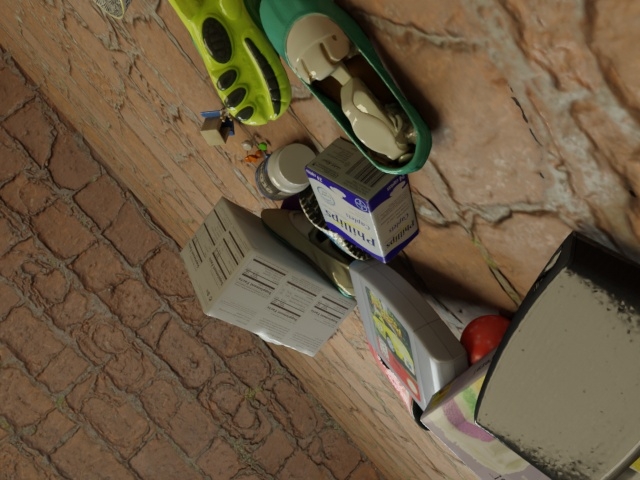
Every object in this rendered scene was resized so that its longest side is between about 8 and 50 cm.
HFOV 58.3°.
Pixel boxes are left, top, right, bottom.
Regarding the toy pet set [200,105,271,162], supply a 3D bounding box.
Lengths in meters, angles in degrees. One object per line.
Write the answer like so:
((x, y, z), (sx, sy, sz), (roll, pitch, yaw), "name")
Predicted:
((-0.149, -0.203, 1.027), (0.114, 0.065, 0.122), (-1, 145, 19), "toy pet set")

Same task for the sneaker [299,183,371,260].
((0.021, -0.026, 0.976), (0.162, 0.063, 0.073), (48, 166, -3), "sneaker")

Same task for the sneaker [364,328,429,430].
((0.186, 0.259, 1.194), (0.314, 0.116, 0.136), (60, 172, -26), "sneaker")

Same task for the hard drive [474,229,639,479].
((0.259, 0.136, 0.570), (0.172, 0.054, 0.254), (34, 126, 26), "hard drive")

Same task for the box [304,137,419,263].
((0.059, -0.055, 0.802), (0.126, 0.072, 0.137), (34, 159, 37), "box")

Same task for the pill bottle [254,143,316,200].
((-0.056, -0.111, 0.936), (0.078, 0.078, 0.137), (50, 162, -9), "pill bottle")

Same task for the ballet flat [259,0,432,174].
((0.028, -0.165, 0.591), (0.247, 0.083, 0.087), (46, -157, -10), "ballet flat")

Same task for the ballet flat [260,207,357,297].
((0.000, 0.000, 1.062), (0.248, 0.086, 0.086), (40, 162, 8), "ballet flat")

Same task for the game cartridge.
((0.134, 0.150, 0.910), (0.294, 0.060, 0.196), (-133, 27, -55), "game cartridge")

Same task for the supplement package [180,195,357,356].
((-0.099, 0.070, 1.083), (0.262, 0.145, 0.204), (31, -168, -38), "supplement package")

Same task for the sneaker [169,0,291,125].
((-0.119, -0.275, 0.649), (0.123, 0.109, 0.295), (-117, 9, -59), "sneaker")

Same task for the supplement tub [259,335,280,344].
((-0.171, 0.250, 1.901), (0.200, 0.144, 0.144), (24, 152, 50), "supplement tub")

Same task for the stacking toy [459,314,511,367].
((0.275, 0.235, 0.875), (0.141, 0.141, 0.330), (31, 151, 41), "stacking toy")

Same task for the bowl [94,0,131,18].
((-0.321, -0.428, 0.853), (0.170, 0.080, 0.170), (42, 162, 17), "bowl")

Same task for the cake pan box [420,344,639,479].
((0.295, 0.236, 0.685), (0.267, 0.070, 0.246), (45, 128, 4), "cake pan box")

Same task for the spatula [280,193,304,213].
((-0.055, -0.027, 1.201), (0.084, 0.030, 0.296), (36, 163, 2), "spatula")
